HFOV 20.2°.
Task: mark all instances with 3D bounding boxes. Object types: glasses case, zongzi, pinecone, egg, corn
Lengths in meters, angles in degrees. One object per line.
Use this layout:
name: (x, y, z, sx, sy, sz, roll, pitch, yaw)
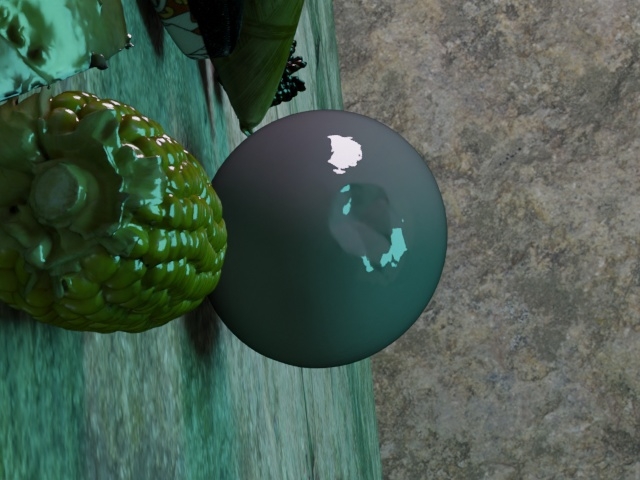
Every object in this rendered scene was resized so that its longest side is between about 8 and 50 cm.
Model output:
glasses case: (-0.090, -0.214, 1.117, 0.267, 0.067, 0.103, 77, 10, -59)
zongzi: (-0.059, -0.184, 1.345, 0.194, 0.099, 0.197, 43, 48, -83)
pinecone: (-0.050, -0.148, 1.474, 0.077, 0.077, 0.083, 67, 13, -74)
egg: (0.000, 0.000, 1.255, 0.232, 0.176, 0.176, -59, 142, -73)
corn: (-0.086, -0.006, 0.765, 0.091, 0.091, 0.260, -61, 174, -1)

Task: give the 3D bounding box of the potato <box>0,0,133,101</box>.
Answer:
potato: (-0.115, -0.078, 0.497, 0.172, 0.100, 0.089, -64, 143, -76)
